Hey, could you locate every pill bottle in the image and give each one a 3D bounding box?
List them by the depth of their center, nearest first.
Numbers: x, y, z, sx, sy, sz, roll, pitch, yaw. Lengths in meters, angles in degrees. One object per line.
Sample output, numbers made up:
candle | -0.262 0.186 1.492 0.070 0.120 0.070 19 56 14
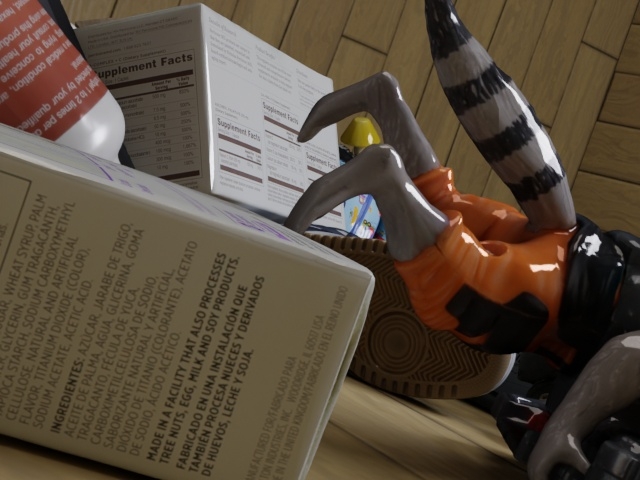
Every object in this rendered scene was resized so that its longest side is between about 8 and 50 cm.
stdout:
pill bottle | -0.180 -0.071 0.722 0.216 0.121 0.121 52 -7 -14

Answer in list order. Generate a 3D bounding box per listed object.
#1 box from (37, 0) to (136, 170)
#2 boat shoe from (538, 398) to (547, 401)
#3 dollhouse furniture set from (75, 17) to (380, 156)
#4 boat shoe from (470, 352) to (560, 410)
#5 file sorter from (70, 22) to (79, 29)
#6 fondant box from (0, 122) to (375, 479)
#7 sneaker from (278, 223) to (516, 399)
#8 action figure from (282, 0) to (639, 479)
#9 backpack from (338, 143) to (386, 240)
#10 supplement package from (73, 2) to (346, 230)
box | -0.263 -0.123 0.885 0.293 0.073 0.295 21 37 -53
boat shoe | 0.201 0.142 0.912 0.153 0.048 0.056 13 13 6
dollhouse furniture set | -0.117 -0.159 1.573 0.303 0.198 0.286 -9 27 -20
boat shoe | 0.174 0.082 1.024 0.113 0.127 0.340 17 1 -36
file sorter | -0.298 -0.130 1.267 0.173 0.193 0.278 21 2 30
fondant box | -0.171 -0.012 0.544 0.330 0.096 0.238 20 1 -16
sneaker | 0.037 0.046 1.048 0.282 0.099 0.153 17 2 29
action figure | 0.140 0.042 0.692 0.330 0.178 0.341 35 4 -10
backpack | 0.000 0.000 1.323 0.117 0.158 0.173 38 10 -15
supplement package | -0.124 -0.075 1.142 0.204 0.145 0.262 -8 -10 21
